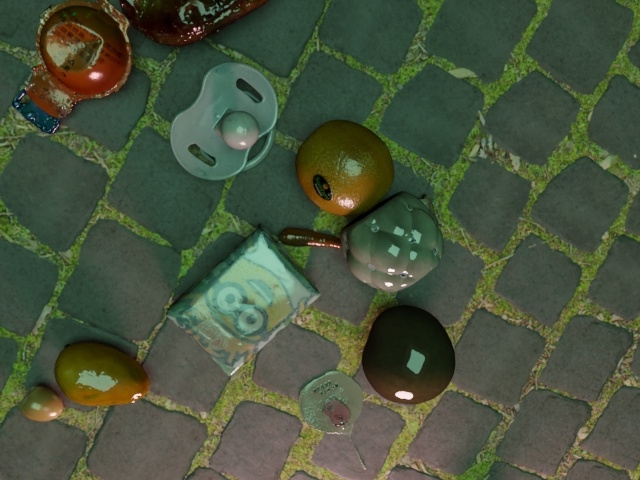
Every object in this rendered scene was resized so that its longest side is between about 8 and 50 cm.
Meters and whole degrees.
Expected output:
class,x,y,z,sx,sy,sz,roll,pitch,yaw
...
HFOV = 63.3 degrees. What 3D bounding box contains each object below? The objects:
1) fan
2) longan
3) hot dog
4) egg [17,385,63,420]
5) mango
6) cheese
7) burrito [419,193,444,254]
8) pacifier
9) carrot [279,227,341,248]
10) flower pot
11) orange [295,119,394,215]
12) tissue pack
class,x,y,z,sx,sy,sz,roll,pitch,yaw
fan,0.061,0.504,1.425,0.182,0.010,0.310,-27,100,-4
longan,0.217,0.287,1.315,0.248,0.248,0.248,-1,98,-8
hot dog,-0.265,-0.596,1.144,0.388,0.174,0.266,-30,103,-4
egg,-0.680,0.401,1.269,0.080,0.080,0.096,-46,111,0
mango,-0.533,0.334,1.268,0.227,0.109,0.147,25,69,-10
cheese,-0.554,-0.388,1.158,0.217,0.129,0.329,40,103,-15
burrito,0.287,-0.035,1.366,0.051,0.042,0.171,-23,107,-35
pacifier,-0.195,-0.251,1.182,0.238,0.226,0.287,40,92,-30
carrot,0.000,0.000,1.334,0.216,0.048,0.048,7,97,-14
flower pot,0.174,0.007,1.258,0.246,0.246,0.195,-33,93,-3
orange,0.058,-0.169,1.229,0.237,0.236,0.236,-1,98,-8
tissue pack,-0.187,0.144,1.283,0.311,0.128,0.228,-41,101,1
